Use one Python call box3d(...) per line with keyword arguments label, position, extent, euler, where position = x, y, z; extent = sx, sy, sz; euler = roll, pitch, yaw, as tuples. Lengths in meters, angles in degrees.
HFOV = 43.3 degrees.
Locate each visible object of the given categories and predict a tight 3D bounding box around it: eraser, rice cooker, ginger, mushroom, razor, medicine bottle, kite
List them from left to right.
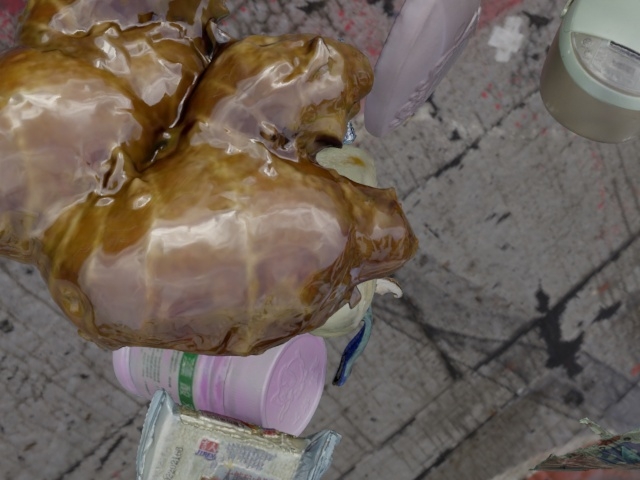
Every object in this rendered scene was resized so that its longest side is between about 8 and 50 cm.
box3d(label="ginger", position=(-0.102, -0.053, 0.580), extent=(0.274, 0.358, 0.152), euler=(-57, 179, -13))
box3d(label="medicine bottle", position=(-0.177, 0.213, 1.411), extent=(0.212, 0.326, 0.211), euler=(-34, 131, -52))
box3d(label="razor", position=(0.052, 0.163, 1.302), extent=(0.324, 0.056, 0.093), euler=(95, 21, -54))
box3d(label="mushroom", position=(0.142, 0.099, 1.767), extent=(0.101, 0.019, 0.049), euler=(29, 122, -34))
box3d(label="eraser", position=(0.125, -0.224, 0.873), extent=(0.204, 0.059, 0.243), euler=(-52, 171, -8))
box3d(label="kite", position=(0.663, 0.452, 1.803), extent=(0.406, 0.368, 0.014), euler=(-18, 96, -6))
box3d(label="rice cooker", position=(0.305, -0.190, 0.826), extent=(0.206, 0.145, 0.127), euler=(-57, 173, -40))

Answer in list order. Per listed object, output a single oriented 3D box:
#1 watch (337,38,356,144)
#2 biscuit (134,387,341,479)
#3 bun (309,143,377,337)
box3d(label="watch", position=(-0.069, -0.252, 1.558), extent=(0.275, 0.068, 0.276), euler=(-11, 152, -1))
box3d(label="biscuit", position=(-0.135, 0.336, 1.217), extent=(0.309, 0.079, 0.185), euler=(21, 95, -19))
box3d(label="bun", position=(0.000, 0.000, 0.978), extent=(0.142, 0.239, 0.239), euler=(1, 128, 7))
